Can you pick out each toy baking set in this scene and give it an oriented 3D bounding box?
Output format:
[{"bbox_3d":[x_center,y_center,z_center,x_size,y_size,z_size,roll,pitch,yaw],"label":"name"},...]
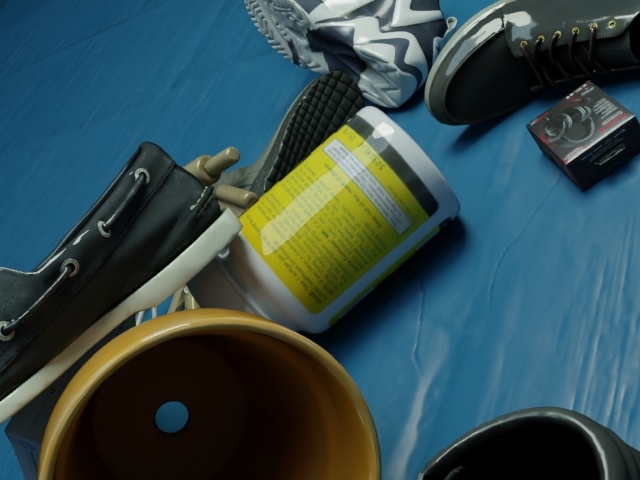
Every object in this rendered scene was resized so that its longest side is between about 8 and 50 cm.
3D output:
[{"bbox_3d":[-0.150,0.020,0.878,0.256,0.030,0.196,-19,58,47],"label":"toy baking set"}]

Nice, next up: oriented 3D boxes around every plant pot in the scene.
[{"bbox_3d":[-0.088,0.139,0.612,0.205,0.205,0.188,-47,17,-9],"label":"plant pot"}]

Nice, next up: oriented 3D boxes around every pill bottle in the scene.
[{"bbox_3d":[0.000,0.000,0.735,0.208,0.119,0.119,-41,32,0],"label":"pill bottle"}]

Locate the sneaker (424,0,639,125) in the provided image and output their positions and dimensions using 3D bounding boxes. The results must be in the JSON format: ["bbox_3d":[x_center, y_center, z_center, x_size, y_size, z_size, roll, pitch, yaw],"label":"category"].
[{"bbox_3d":[0.194,-0.158,0.753,0.222,0.083,0.118,-35,33,9],"label":"sneaker"}]

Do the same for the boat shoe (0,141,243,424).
[{"bbox_3d":[-0.203,0.042,0.600,0.340,0.113,0.127,-40,11,-28],"label":"boat shoe"}]

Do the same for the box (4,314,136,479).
[{"bbox_3d":[-0.198,0.136,0.749,0.038,0.186,0.145,19,55,5],"label":"box"}]

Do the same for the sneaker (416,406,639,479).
[{"bbox_3d":[0.056,0.196,0.416,0.296,0.147,0.104,-47,34,-7],"label":"sneaker"}]

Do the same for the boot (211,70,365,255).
[{"bbox_3d":[-0.067,-0.069,0.921,0.161,0.083,0.246,3,58,50],"label":"boot"}]

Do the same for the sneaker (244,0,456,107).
[{"bbox_3d":[0.041,-0.251,0.965,0.235,0.094,0.153,31,59,26],"label":"sneaker"}]

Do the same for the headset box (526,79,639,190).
[{"bbox_3d":[0.206,-0.080,0.694,0.062,0.032,0.083,-36,31,9],"label":"headset box"}]
